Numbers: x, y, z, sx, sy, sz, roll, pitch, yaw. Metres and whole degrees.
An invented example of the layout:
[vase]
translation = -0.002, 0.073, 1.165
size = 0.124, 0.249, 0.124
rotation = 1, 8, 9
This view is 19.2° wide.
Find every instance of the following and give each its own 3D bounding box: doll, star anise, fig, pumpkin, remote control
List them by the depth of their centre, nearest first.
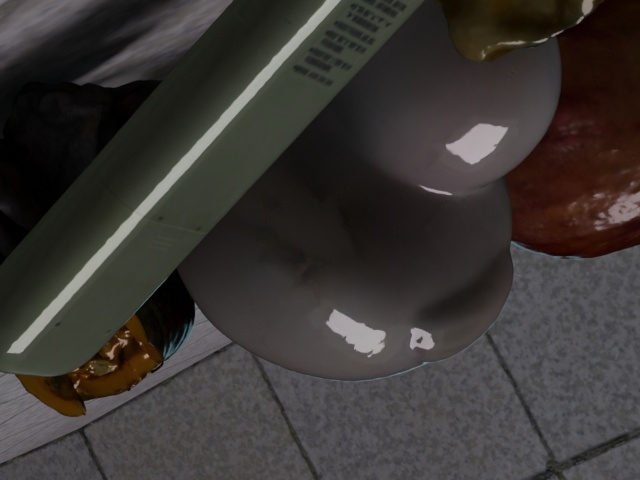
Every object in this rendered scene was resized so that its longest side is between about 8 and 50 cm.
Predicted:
[remote control]
translation = -0.042, -0.051, 0.833
size = 0.309, 0.038, 0.090
rotation = -47, 157, 14
[star anise]
translation = -0.150, -0.011, 0.906
size = 0.231, 0.089, 0.209
rotation = -14, 152, -50
[doll]
translation = 0.035, -0.049, 1.033
size = 0.221, 0.221, 0.251
rotation = -33, -171, 49
[pumpkin]
translation = -0.160, 0.052, 1.441
size = 0.183, 0.119, 0.107
rotation = -31, -166, 48
[fig]
translation = 0.228, -0.099, 1.474
size = 0.263, 0.224, 0.224
rotation = -34, 173, 28

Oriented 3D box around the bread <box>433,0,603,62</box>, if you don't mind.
[bread]
translation = 0.148, -0.176, 0.848
size = 0.232, 0.088, 0.128
rotation = -25, -147, 19
